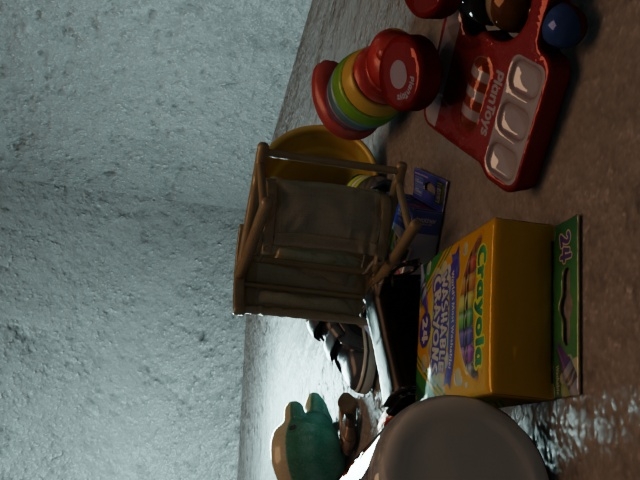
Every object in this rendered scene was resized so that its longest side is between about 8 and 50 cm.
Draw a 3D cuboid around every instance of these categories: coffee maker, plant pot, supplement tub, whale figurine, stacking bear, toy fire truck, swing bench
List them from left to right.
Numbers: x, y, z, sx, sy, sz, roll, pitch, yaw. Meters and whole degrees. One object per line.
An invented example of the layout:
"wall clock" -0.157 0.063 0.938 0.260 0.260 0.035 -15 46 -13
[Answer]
"whale figurine" -0.006 0.432 1.877 0.272 0.141 0.216 -57 -50 -64
"plant pot" -0.001 -0.083 1.905 0.239 0.253 0.254 83 -172 -63
"swing bench" 0.000 0.000 1.438 0.165 0.253 0.255 -96 18 -48
"stacking bear" 0.107 -0.311 1.691 0.289 0.175 0.164 149 130 -67
"coffee maker" 0.125 0.150 1.284 0.171 0.120 0.178 67 -171 -58
"supplement tub" 0.116 0.333 1.050 0.338 0.207 0.207 114 160 -56
"toy fire truck" 0.222 -0.243 1.095 0.254 0.169 0.302 46 133 45

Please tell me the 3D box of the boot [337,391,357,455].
"boot" 0.053 0.378 1.796 0.118 0.042 0.087 -91 4 -67

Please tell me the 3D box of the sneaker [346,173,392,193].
"sneaker" 0.088 0.011 1.688 0.121 0.111 0.300 162 112 -72

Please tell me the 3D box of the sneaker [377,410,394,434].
"sneaker" 0.128 0.280 1.415 0.175 0.064 0.068 123 162 -60

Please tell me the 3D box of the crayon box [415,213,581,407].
"crayon box" 0.205 0.098 1.078 0.323 0.083 0.203 133 143 -71

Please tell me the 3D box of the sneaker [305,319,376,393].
"sneaker" 0.035 0.178 1.798 0.321 0.127 0.126 -98 20 -49

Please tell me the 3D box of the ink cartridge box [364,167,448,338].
"ink cartridge box" 0.142 0.034 1.510 0.186 0.065 0.311 -128 48 -74
